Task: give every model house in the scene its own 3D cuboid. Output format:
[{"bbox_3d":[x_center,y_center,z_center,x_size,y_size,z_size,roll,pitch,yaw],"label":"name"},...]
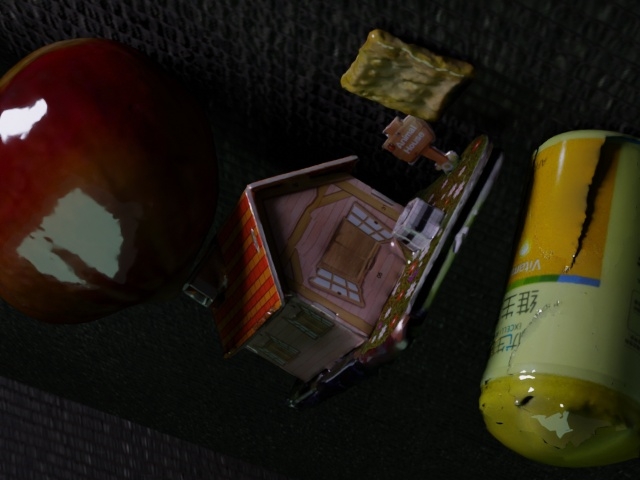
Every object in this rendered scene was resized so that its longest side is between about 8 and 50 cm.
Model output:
[{"bbox_3d":[-0.001,0.001,0.980,0.154,0.207,0.294,30,157,-6],"label":"model house"}]

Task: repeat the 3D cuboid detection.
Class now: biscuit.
[{"bbox_3d":[0.061,-0.116,0.868,0.081,0.018,0.083,19,158,-8],"label":"biscuit"}]

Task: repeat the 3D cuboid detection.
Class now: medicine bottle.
[{"bbox_3d":[0.187,0.046,0.883,0.124,0.239,0.124,14,156,6],"label":"medicine bottle"}]

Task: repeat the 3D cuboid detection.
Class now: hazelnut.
[{"bbox_3d":[-0.176,-0.045,0.943,0.229,0.229,0.229,13,158,5],"label":"hazelnut"}]
